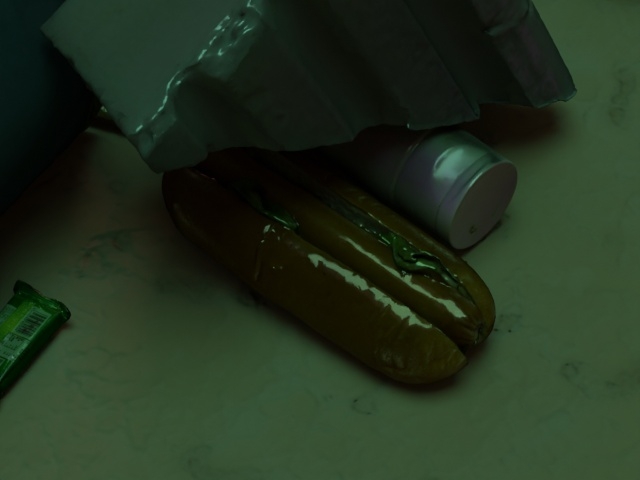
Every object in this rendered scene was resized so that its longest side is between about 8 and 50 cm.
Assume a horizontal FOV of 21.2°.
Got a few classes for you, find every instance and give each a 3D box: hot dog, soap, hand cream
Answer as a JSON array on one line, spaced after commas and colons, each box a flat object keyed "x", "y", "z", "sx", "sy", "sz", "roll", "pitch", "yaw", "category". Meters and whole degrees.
[{"x": 0.000, "y": 0.000, "z": 1.086, "sx": 0.249, "sy": 0.068, "sz": 0.100, "roll": 32, "pitch": 57, "yaw": 23, "category": "hot dog"}, {"x": 0.000, "y": -0.112, "z": 1.094, "sx": 0.258, "sy": 0.302, "sz": 0.159, "roll": -49, "pitch": 50, "yaw": -5, "category": "soap"}, {"x": -0.001, "y": -0.107, "z": 1.174, "sx": 0.312, "sy": 0.070, "sz": 0.111, "roll": 37, "pitch": 40, "yaw": 27, "category": "hand cream"}]

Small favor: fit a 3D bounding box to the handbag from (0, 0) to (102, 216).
[{"x": -0.296, "y": -0.101, "z": 1.072, "sx": 0.263, "sy": 0.222, "sz": 0.241, "roll": 17, "pitch": 48, "yaw": 16, "category": "handbag"}]

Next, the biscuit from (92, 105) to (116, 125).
[{"x": -0.168, "y": -0.119, "z": 1.213, "sx": 0.147, "sy": 0.018, "sz": 0.071, "roll": 20, "pitch": 55, "yaw": 16, "category": "biscuit"}]

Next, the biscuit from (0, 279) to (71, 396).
[{"x": -0.196, "y": 0.066, "z": 1.065, "sx": 0.046, "sy": 0.016, "sz": 0.089, "roll": 23, "pitch": 54, "yaw": 20, "category": "biscuit"}]
